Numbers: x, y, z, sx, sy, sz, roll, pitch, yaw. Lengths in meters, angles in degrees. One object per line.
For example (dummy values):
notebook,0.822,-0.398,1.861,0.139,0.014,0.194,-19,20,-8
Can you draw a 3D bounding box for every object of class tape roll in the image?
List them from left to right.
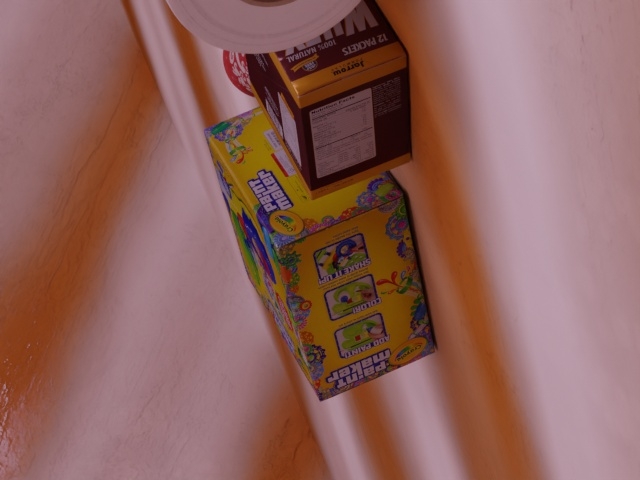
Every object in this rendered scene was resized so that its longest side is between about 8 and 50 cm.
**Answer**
tape roll,-0.070,-0.331,1.553,0.169,0.246,0.246,-122,14,-45

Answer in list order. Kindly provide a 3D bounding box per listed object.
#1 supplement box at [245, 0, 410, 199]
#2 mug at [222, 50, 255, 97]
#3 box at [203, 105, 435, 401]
supplement box,0.003,-0.192,1.787,0.194,0.129,0.191,84,162,-56
mug,-0.060,-0.256,2.048,0.150,0.113,0.169,68,167,-13
box,0.000,0.000,2.084,0.290,0.177,0.279,-124,14,-49
